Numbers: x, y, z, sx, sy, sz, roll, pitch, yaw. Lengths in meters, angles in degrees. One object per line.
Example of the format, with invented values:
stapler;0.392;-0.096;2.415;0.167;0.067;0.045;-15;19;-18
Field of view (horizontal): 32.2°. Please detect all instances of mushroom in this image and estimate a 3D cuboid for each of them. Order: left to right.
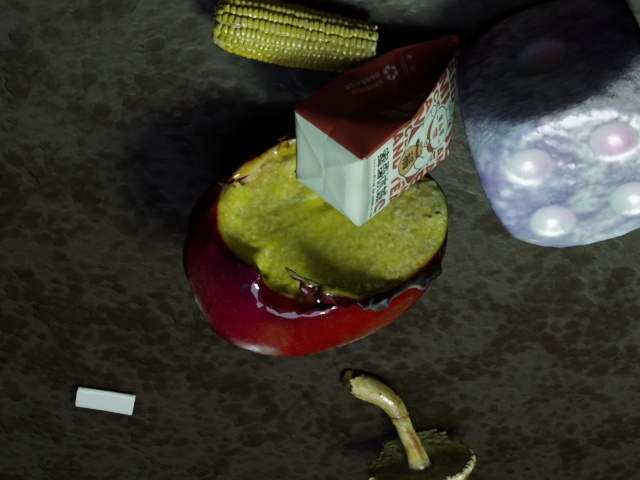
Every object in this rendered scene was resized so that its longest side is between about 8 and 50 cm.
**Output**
mushroom;0.176;0.421;2.273;0.233;0.208;0.302;-7;142;31

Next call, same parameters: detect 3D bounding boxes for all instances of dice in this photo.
dice;0.365;-0.173;1.632;0.270;0.270;0.271;-16;133;18

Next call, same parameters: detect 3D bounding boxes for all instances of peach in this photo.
peach;0.000;0.000;1.789;0.416;0.339;0.353;-19;163;17

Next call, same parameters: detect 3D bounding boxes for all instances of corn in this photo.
corn;-0.040;-0.303;1.638;0.244;0.093;0.093;11;135;-9

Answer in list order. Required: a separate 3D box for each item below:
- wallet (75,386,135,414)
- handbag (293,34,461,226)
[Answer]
wallet;-0.456;0.337;2.349;0.122;0.025;0.061;11;137;-8
handbag;0.109;-0.180;1.650;0.151;0.298;0.171;39;152;25
